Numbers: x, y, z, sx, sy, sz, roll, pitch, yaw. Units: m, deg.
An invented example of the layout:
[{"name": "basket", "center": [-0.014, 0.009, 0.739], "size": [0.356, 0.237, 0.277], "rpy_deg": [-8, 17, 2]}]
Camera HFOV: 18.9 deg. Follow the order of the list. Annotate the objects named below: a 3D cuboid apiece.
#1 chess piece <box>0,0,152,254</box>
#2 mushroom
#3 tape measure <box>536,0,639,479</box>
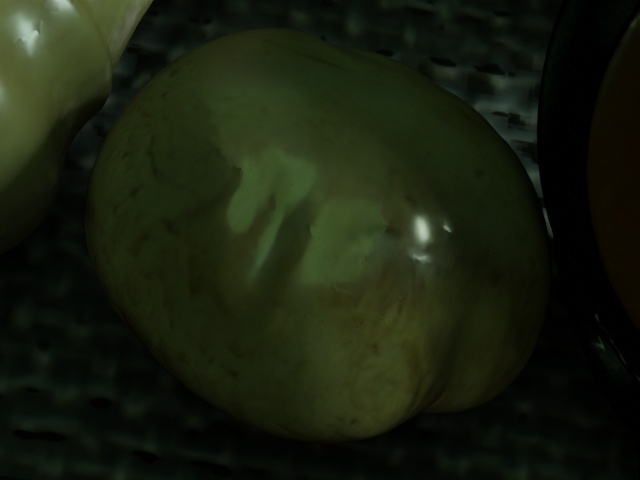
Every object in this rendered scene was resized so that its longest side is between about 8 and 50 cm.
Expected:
[{"name": "chess piece", "center": [-0.028, -0.151, 0.638], "size": [0.117, 0.117, 0.397], "rpy_deg": [38, 68, 11]}, {"name": "mushroom", "center": [0.000, 0.000, 0.574], "size": [0.148, 0.148, 0.112], "rpy_deg": [38, 110, 12]}, {"name": "tape measure", "center": [0.166, -0.027, 0.546], "size": [0.202, 0.223, 0.135], "rpy_deg": [3, 21, 19]}]
